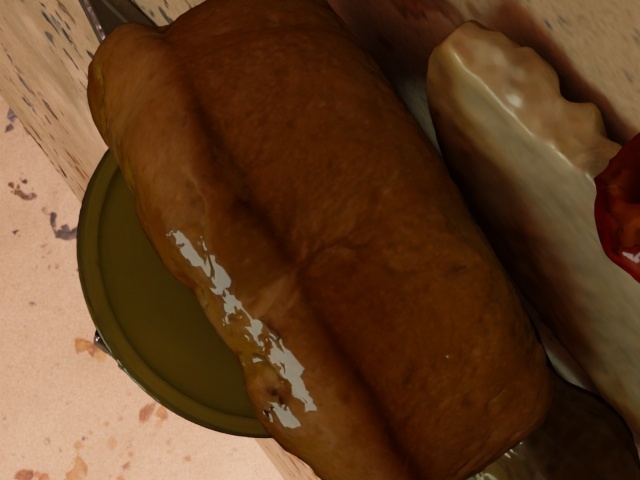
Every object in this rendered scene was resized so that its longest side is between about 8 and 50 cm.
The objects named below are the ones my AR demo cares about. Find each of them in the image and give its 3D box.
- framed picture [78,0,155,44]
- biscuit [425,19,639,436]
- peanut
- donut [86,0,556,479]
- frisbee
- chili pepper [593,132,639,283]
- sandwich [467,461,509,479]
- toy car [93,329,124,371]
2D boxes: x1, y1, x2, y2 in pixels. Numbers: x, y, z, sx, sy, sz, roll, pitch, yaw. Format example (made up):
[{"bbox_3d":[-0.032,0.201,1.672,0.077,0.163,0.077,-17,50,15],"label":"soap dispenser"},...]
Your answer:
[{"bbox_3d":[-0.115,-0.108,1.559,0.324,0.020,0.240,45,167,34],"label":"framed picture"},{"bbox_3d":[0.156,0.032,0.854,0.309,0.040,0.204,51,169,7],"label":"biscuit"},{"bbox_3d":[0.133,0.107,1.077,0.193,0.089,0.089,53,170,19],"label":"peanut"},{"bbox_3d":[0.000,0.000,0.971,0.317,0.150,0.299,58,180,7],"label":"donut"},{"bbox_3d":[-0.045,0.013,1.122,0.236,0.236,0.017,52,149,-2],"label":"frisbee"},{"bbox_3d":[0.212,0.094,0.592,0.134,0.131,0.338,2,130,43],"label":"chili pepper"},{"bbox_3d":[0.201,0.251,1.244,0.251,0.087,0.226,47,167,24],"label":"sandwich"},{"bbox_3d":[-0.051,0.046,1.400,0.235,0.158,0.172,-18,140,36],"label":"toy car"}]
